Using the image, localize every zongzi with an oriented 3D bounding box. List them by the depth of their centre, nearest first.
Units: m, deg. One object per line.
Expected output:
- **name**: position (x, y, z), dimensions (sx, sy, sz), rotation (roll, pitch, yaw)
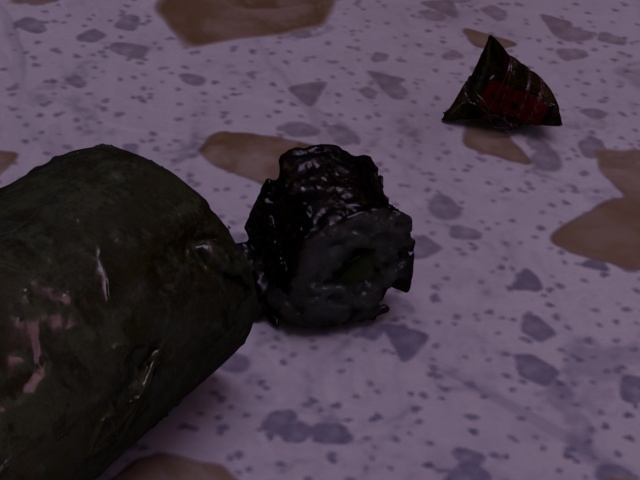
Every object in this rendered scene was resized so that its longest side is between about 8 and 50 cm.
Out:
- **zongzi**: position (0.126, -0.106, 1.175), dimensions (0.083, 0.073, 0.067), rotation (35, 23, -30)

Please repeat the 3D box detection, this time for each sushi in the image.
- **sushi**: position (0.002, -0.001, 0.971), dimensions (0.098, 0.094, 0.084), rotation (-5, 40, -23)

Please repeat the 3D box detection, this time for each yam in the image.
- **yam**: position (-0.160, 0.062, 0.813), dimensions (0.161, 0.161, 0.268), rotation (23, 37, 23)
